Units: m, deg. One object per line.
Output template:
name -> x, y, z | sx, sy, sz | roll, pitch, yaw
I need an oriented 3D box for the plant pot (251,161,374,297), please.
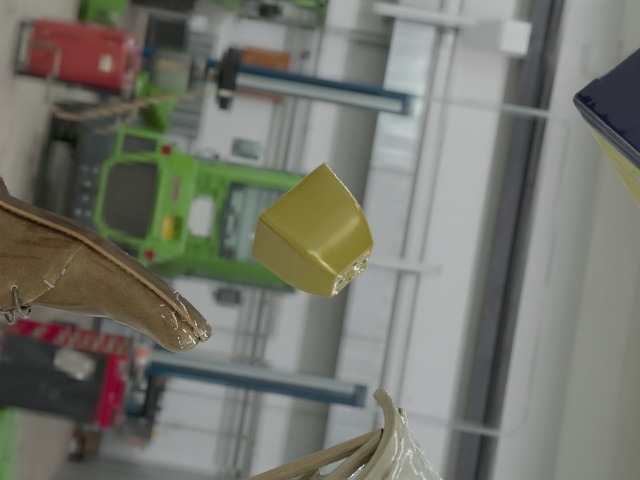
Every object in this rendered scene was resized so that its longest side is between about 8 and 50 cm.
plant pot -> 0.000, 0.000, 1.368 | 0.081, 0.083, 0.081 | -41, 165, -23

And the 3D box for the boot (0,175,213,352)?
boot -> -0.233, 0.033, 1.299 | 0.115, 0.305, 0.112 | -59, 165, -18

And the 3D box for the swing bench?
swing bench -> 0.047, 0.357, 1.845 | 0.253, 0.255, 0.165 | 56, 5, -26

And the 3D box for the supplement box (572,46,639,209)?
supplement box -> 0.402, -0.023, 1.332 | 0.356, 0.194, 0.195 | 51, 3, -35
